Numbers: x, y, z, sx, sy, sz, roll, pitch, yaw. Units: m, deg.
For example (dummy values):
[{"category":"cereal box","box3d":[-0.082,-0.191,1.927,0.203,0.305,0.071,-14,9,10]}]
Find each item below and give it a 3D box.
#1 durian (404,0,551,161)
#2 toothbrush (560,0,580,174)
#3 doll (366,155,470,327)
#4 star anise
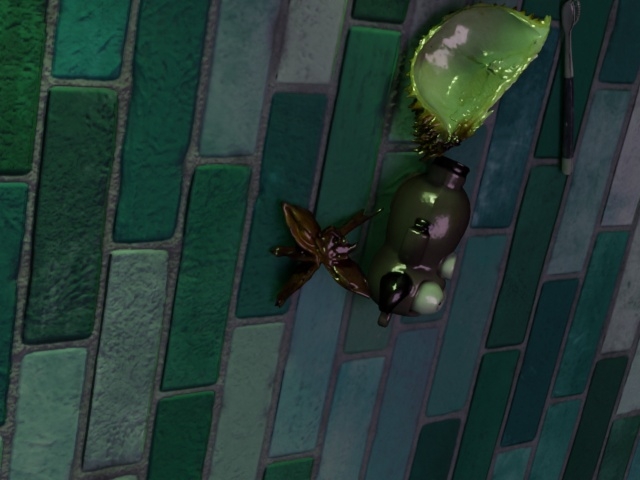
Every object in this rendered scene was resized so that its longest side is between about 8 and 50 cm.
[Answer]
[{"category":"durian","box3d":[0.197,-0.223,1.508,0.252,0.139,0.144,-47,126,-7]},{"category":"toothbrush","box3d":[0.382,-0.233,1.713,0.026,0.024,0.288,-31,127,-38]},{"category":"doll","box3d":[0.141,0.006,1.582,0.182,0.117,0.257,2,106,-79]},{"category":"star anise","box3d":[0.009,0.004,1.546,0.141,0.144,0.158,0,112,13]}]
